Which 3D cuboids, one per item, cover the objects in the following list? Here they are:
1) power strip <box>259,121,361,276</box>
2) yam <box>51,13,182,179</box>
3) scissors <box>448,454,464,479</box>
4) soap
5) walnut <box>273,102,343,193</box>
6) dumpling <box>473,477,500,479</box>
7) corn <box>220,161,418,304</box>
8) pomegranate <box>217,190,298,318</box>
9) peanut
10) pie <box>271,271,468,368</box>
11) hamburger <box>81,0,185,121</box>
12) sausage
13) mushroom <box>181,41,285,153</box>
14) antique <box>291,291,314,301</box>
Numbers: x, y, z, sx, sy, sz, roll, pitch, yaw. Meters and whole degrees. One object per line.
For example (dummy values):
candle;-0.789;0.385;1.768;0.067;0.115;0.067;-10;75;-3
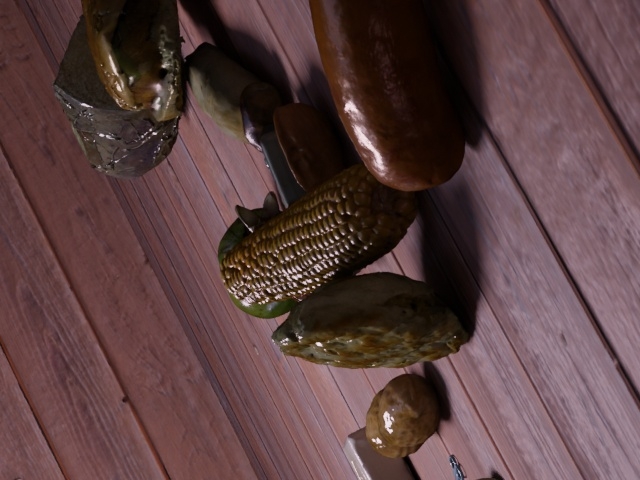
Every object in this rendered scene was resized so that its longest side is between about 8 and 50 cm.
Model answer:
power strip;-0.010;-0.034;1.743;0.145;0.061;0.215;-80;-33;-75
yam;-0.321;-0.225;2.405;0.271;0.201;0.202;117;171;-65
scissors;0.173;0.302;1.873;0.036;0.006;0.083;58;166;35
soap;0.101;0.357;2.138;0.183;0.064;0.121;62;170;11
walnut;-0.006;-0.107;1.679;0.121;0.052;0.091;63;-158;-2
dumpling;0.188;0.363;1.723;0.134;0.100;0.169;-140;28;-68
corn;0.000;0.000;1.579;0.310;0.101;0.101;-34;81;49
pomegranate;-0.072;0.018;2.040;0.152;0.131;0.191;63;160;19
peanut;0.102;0.216;1.834;0.089;0.089;0.193;61;163;13
pie;0.054;0.085;1.557;0.248;0.201;0.090;67;-161;-77
hamburger;-0.261;-0.310;2.020;0.265;0.134;0.285;113;152;-68
sausage;0.055;-0.156;1.255;0.109;0.109;0.270;45;159;55
mushroom;-0.117;-0.186;1.930;0.312;0.081;0.100;-138;32;-63
antique;-0.010;0.034;1.881;0.104;0.104;0.104;59;166;24
